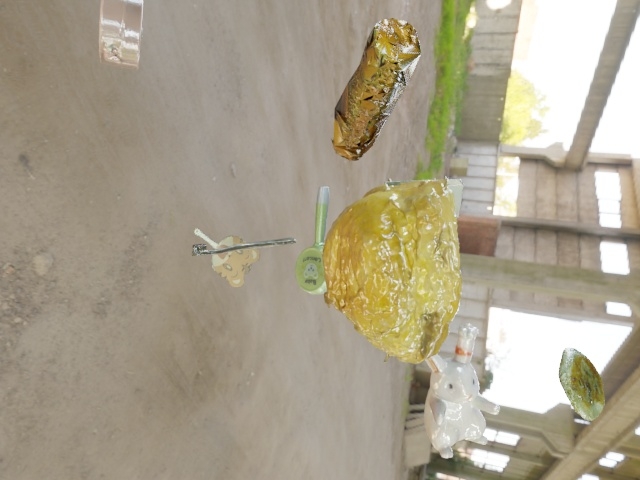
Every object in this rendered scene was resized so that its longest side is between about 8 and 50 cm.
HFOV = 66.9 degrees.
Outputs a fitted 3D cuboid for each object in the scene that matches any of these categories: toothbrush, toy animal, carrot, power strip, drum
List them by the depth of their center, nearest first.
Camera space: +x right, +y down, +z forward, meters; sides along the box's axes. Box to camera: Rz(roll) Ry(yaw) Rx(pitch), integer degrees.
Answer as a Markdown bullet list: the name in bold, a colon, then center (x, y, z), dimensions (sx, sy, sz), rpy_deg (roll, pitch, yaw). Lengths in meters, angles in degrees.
- **carrot**: center (0.058, -0.164, 0.565), dimensions (0.228, 0.069, 0.069), rpy_deg (120, -16, -70)
- **power strip**: center (-0.398, -0.423, 0.972), dimensions (0.154, 0.078, 0.154), rpy_deg (-176, -90, -67)
- **toy animal**: center (0.293, 0.331, 1.050), dimensions (0.138, 0.141, 0.282), rpy_deg (-123, -151, -59)
- **drum**: center (-0.015, 0.005, 1.173), dimensions (0.049, 0.130, 0.253), rpy_deg (9, 69, -46)
- **toothbrush**: center (-0.199, 0.014, 1.302), dimensions (0.297, 0.030, 0.030), rpy_deg (-6, 99, -30)

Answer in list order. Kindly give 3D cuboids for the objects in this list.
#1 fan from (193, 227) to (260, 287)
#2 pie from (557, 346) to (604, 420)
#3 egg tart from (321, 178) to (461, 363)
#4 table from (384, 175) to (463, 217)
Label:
- **fan**: center (-0.307, 0.034, 1.521), dimensions (0.152, 0.227, 0.008), rpy_deg (-55, 175, 13)
- **pie**: center (0.667, 0.364, 1.236), dimensions (0.187, 0.041, 0.186), rpy_deg (21, 57, -35)
- **egg tart**: center (0.104, 0.057, 0.848), dimensions (0.351, 0.153, 0.339), rpy_deg (-158, -114, -63)
- **table**: center (0.319, -0.146, 1.557), dimensions (0.111, 0.240, 0.121), rpy_deg (-93, -178, -58)
